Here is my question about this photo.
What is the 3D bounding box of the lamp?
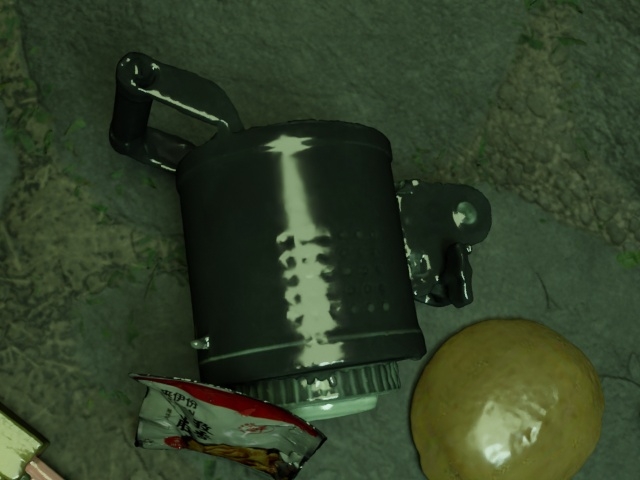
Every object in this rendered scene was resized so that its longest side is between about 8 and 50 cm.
[{"bbox_3d":[-0.029,0.029,0.703,0.374,0.205,0.272,14,72,-14],"label":"lamp"}]

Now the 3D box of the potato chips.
[{"bbox_3d":[0.194,0.172,0.775,0.208,0.062,0.195,-10,77,-7],"label":"potato chips"}]

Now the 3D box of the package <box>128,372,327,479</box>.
[{"bbox_3d":[-0.084,0.162,0.655,0.154,0.239,0.030,16,60,-2],"label":"package"}]

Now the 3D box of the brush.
[{"bbox_3d":[-0.271,0.236,0.715,0.233,0.047,0.103,37,76,1],"label":"brush"}]
